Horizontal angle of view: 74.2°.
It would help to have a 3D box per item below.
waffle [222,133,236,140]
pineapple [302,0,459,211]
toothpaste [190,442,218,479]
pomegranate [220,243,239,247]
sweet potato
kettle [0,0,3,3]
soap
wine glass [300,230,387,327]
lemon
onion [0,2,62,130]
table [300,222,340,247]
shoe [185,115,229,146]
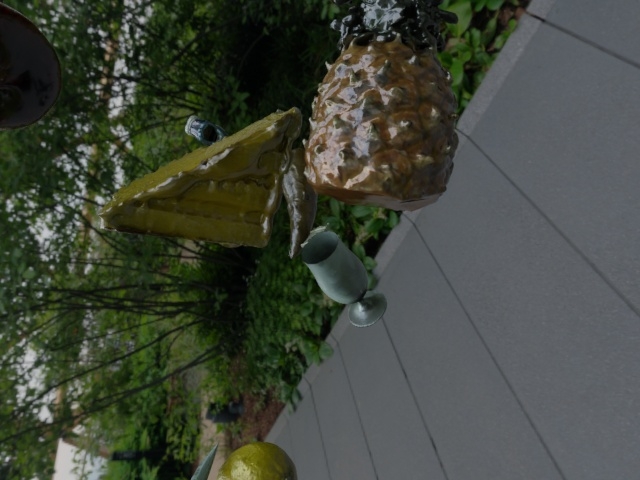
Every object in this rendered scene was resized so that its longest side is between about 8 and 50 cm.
[{"bbox_3d":[-0.174,-0.180,1.045,0.191,0.191,0.038,-53,16,48],"label":"waffle"},{"bbox_3d":[0.071,-0.173,0.432,0.157,0.157,0.279,-179,99,-67],"label":"pineapple"},{"bbox_3d":[-0.283,0.558,0.986,0.064,0.041,0.218,-53,3,7],"label":"toothpaste"},{"bbox_3d":[-0.309,-0.058,1.372,0.159,0.204,0.159,-169,90,-78],"label":"pomegranate"},{"bbox_3d":[-0.066,-0.147,1.383,0.130,0.130,0.423,131,143,-51],"label":"sweet potato"},{"bbox_3d":[-0.962,-0.593,1.152,0.250,0.207,0.272,-12,88,29],"label":"kettle"},{"bbox_3d":[-0.239,-0.156,0.844,0.169,0.338,0.305,42,120,56],"label":"soap"},{"bbox_3d":[0.046,0.074,0.804,0.092,0.202,0.093,-23,36,18],"label":"wine glass"},{"bbox_3d":[-0.159,0.613,1.066,0.231,0.192,0.192,-31,50,29],"label":"lemon"},{"bbox_3d":[-0.687,-0.353,0.865,0.285,0.272,0.273,46,125,50],"label":"onion"},{"bbox_3d":[0.000,0.000,1.271,0.079,0.062,0.083,-16,31,48],"label":"table"},{"bbox_3d":[-0.278,-0.271,1.094,0.071,0.143,0.064,29,94,32],"label":"shoe"}]
